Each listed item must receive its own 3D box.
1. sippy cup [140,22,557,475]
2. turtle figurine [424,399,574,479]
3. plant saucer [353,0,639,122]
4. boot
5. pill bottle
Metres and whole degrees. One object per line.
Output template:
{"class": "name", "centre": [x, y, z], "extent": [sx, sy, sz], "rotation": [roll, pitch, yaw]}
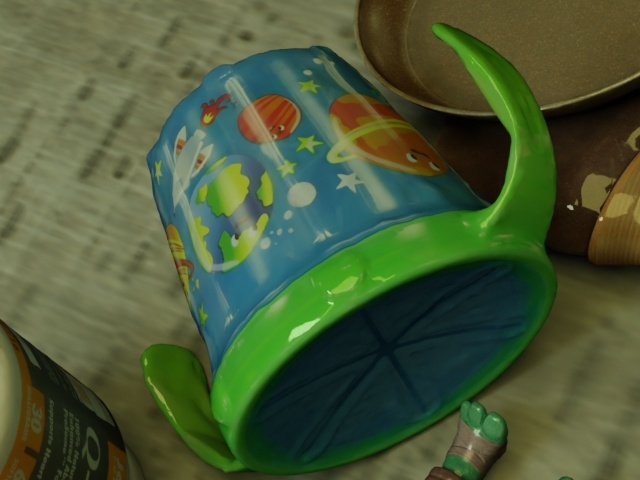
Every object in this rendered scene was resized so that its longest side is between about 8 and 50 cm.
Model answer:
{"class": "sippy cup", "centre": [0.000, 0.000, 0.836], "extent": [0.306, 0.240, 0.224], "rotation": [-29, 60, -5]}
{"class": "turtle figurine", "centre": [0.059, 0.219, 0.787], "extent": [0.234, 0.118, 0.175], "rotation": [-42, 90, -24]}
{"class": "plant saucer", "centre": [0.176, -0.195, 0.937], "extent": [0.311, 0.050, 0.310], "rotation": [-17, 46, 18]}
{"class": "boot", "centre": [0.201, -0.102, 0.914], "extent": [0.207, 0.090, 0.248], "rotation": [15, 66, 22]}
{"class": "pill bottle", "centre": [-0.215, 0.142, 0.794], "extent": [0.162, 0.278, 0.162], "rotation": [-5, 66, 11]}
